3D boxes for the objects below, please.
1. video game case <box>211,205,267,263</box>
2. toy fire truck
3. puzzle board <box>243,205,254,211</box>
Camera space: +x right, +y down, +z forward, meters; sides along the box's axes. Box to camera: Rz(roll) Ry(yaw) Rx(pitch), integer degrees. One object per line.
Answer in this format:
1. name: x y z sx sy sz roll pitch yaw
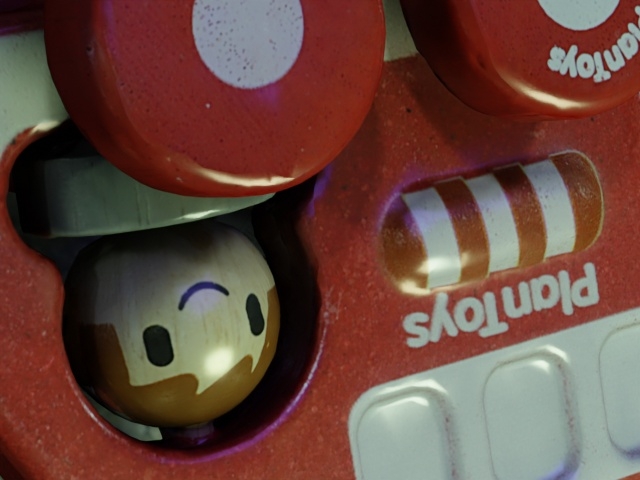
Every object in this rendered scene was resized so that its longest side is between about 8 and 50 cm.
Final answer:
1. video game case: 0.033 0.016 0.718 0.157 0.019 0.143 39 45 -8
2. toy fire truck: 0.000 0.000 0.596 0.302 0.169 0.253 -15 98 -30
3. puzzle board: -0.047 -0.071 0.701 0.096 0.011 0.128 14 53 -24
